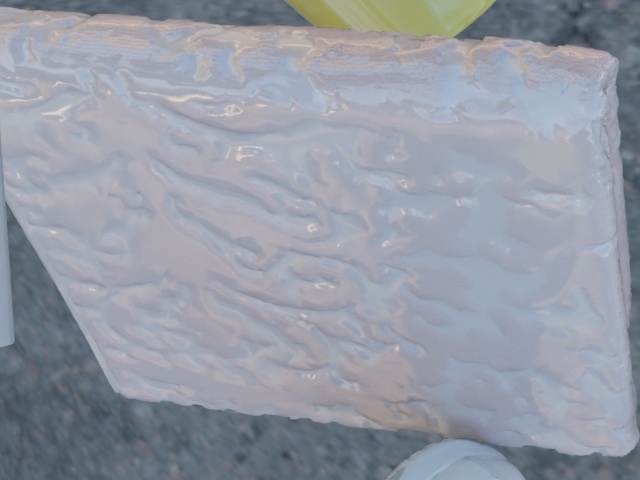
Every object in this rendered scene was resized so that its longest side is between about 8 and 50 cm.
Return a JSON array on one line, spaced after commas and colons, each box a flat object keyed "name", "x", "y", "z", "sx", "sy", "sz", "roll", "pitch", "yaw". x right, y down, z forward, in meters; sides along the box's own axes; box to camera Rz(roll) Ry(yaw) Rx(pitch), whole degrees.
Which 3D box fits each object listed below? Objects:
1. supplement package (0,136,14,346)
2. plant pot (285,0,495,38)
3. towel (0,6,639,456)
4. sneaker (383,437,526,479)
[{"name": "supplement package", "x": -0.231, "y": -0.020, "z": 0.541, "sx": 0.244, "sy": 0.134, "sz": 0.139, "roll": -3, "pitch": 91, "yaw": 5}, {"name": "plant pot", "x": 0.033, "y": -0.280, "z": 1.472, "sx": 0.254, "sy": 0.254, "sz": 0.239, "roll": -42, "pitch": 109, "yaw": -7}, {"name": "towel", "x": 0.000, "y": 0.000, "z": 0.932, "sx": 0.332, "sy": 0.317, "sz": 0.053, "roll": 5, "pitch": 55, "yaw": 18}, {"name": "sneaker", "x": 0.053, "y": 0.183, "z": 0.946, "sx": 0.232, "sy": 0.115, "sz": 0.090, "roll": -16, "pitch": 142, "yaw": -49}]
